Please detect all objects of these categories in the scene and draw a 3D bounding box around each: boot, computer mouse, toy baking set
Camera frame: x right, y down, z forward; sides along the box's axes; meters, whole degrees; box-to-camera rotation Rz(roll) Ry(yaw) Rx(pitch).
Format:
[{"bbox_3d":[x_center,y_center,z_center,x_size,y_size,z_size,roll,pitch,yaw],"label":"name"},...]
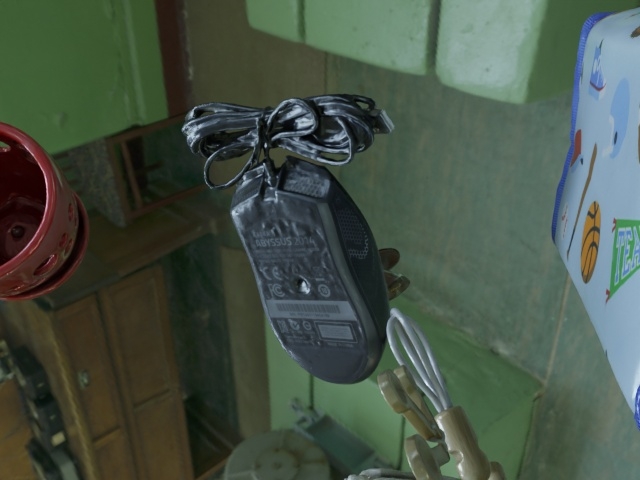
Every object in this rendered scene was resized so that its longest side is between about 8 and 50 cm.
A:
[{"bbox_3d":[0.085,0.042,0.856,0.114,0.106,0.037,10,121,62],"label":"boot"},{"bbox_3d":[0.000,0.000,0.593,0.189,0.072,0.272,2,118,34],"label":"computer mouse"},{"bbox_3d":[0.106,0.150,0.516,0.030,0.256,0.196,-30,99,12],"label":"toy baking set"}]

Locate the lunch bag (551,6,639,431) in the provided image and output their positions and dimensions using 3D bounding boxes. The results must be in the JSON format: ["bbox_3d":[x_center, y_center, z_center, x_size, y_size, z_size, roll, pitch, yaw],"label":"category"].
[{"bbox_3d":[0.357,-0.036,0.380,0.386,0.328,0.238,7,110,11],"label":"lunch bag"}]

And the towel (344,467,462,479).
[{"bbox_3d":[0.149,0.366,0.763,0.049,0.282,0.187,151,131,-83],"label":"towel"}]

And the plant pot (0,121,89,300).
[{"bbox_3d":[-0.376,-0.020,0.792,0.191,0.191,0.174,54,168,11],"label":"plant pot"}]
